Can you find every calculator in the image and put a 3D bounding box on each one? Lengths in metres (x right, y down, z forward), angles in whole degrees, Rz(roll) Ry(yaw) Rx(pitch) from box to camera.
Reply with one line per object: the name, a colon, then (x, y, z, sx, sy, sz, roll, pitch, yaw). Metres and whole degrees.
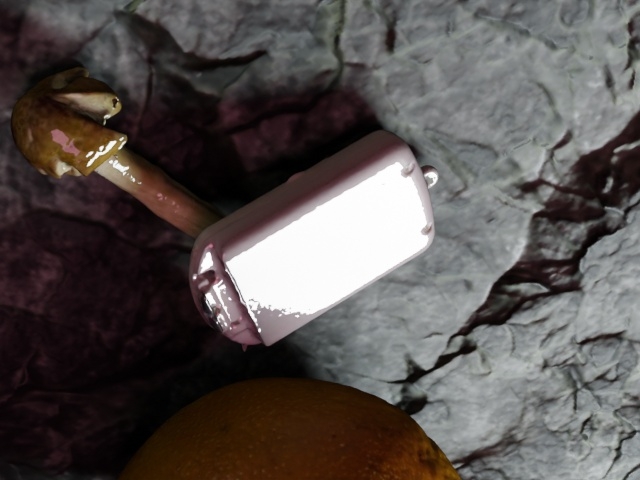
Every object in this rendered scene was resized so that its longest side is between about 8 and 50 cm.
calculator: (0.000, 0.000, 0.761, 0.175, 0.032, 0.100, -31, 133, -9)

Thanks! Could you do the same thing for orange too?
orange: (-0.025, 0.220, 0.826, 0.264, 0.264, 0.264, -5, 129, -6)

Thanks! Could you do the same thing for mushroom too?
mushroom: (-0.103, -0.039, 0.728, 0.061, 0.060, 0.187, -49, 131, 8)
